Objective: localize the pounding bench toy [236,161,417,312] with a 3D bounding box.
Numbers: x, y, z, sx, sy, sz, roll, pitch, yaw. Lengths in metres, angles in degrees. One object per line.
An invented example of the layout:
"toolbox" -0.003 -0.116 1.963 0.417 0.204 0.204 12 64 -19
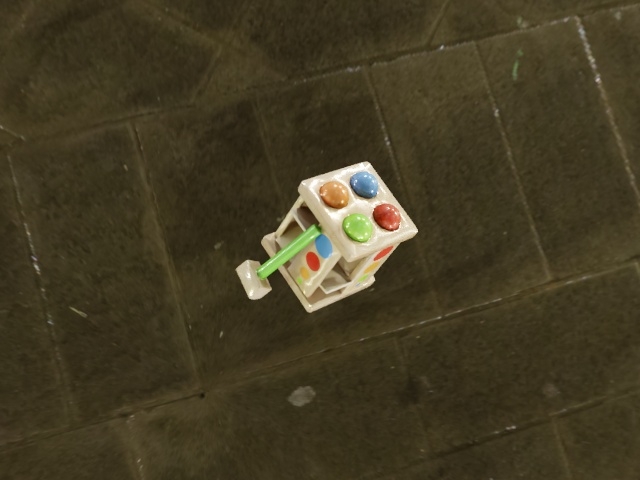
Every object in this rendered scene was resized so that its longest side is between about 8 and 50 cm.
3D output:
"pounding bench toy" 0.000 0.000 0.457 0.083 0.065 0.052 -21 68 -38
